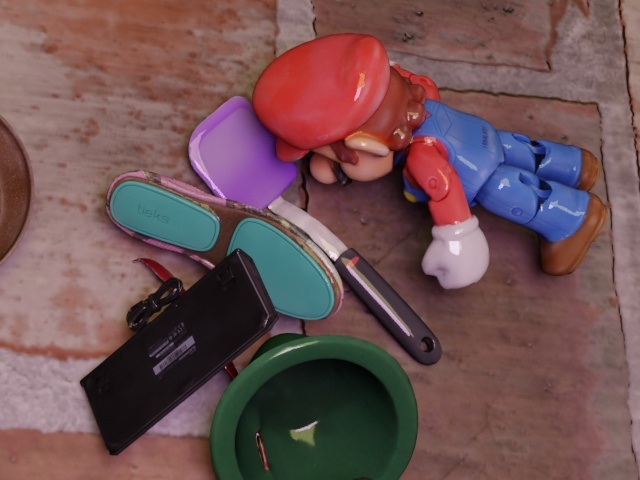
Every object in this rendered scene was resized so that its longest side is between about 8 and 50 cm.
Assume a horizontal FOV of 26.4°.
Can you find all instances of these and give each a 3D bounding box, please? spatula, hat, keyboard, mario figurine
[{"bbox_3d":[0.000,0.000,1.206,0.296,0.030,0.084,46,65,6],"label":"spatula"},{"bbox_3d":[-0.032,0.112,1.153,0.173,0.183,0.208,-20,117,-10],"label":"hat"},{"bbox_3d":[-0.116,0.081,1.082,0.180,0.023,0.108,-39,54,14],"label":"keyboard"},{"bbox_3d":[0.082,-0.067,1.215,0.320,0.198,0.170,23,95,-15],"label":"mario figurine"}]

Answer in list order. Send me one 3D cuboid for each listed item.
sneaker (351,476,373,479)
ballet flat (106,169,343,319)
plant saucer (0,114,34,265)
[{"bbox_3d":[-0.055,0.224,1.011,0.118,0.083,0.222,41,55,18],"label":"sneaker"},{"bbox_3d":[-0.074,-0.005,1.158,0.221,0.077,0.079,24,19,7],"label":"ballet flat"},{"bbox_3d":[-0.339,-0.038,1.129,0.199,0.036,0.198,5,67,-13],"label":"plant saucer"}]
